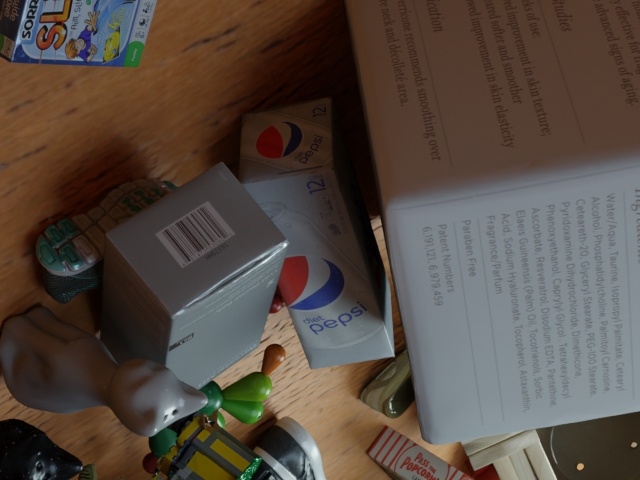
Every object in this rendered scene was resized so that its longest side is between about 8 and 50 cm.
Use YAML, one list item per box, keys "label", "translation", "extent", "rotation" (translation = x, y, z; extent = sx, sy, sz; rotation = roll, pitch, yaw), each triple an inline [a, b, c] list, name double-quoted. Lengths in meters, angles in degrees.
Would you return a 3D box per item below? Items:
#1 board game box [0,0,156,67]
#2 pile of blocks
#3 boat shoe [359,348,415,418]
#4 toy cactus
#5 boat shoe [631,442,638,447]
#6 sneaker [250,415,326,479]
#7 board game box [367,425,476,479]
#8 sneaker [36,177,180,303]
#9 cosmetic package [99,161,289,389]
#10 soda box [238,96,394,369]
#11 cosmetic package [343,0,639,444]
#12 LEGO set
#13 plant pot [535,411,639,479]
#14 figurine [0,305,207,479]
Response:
- label: "board game box"
  translation: [-0.177, -0.237, 1.355]
  extent: [0.136, 0.035, 0.201]
  rotation: [-5, 119, -48]
- label: "pile of blocks"
  translation: [0.171, 0.187, 1.963]
  extent: [0.113, 0.149, 0.362]
  rotation: [-24, 143, 3]
- label: "boat shoe"
  translation: [0.107, 0.138, 1.964]
  extent: [0.153, 0.048, 0.056]
  rotation: [-48, 139, -24]
- label: "toy cactus"
  translation: [-0.134, 0.137, 1.648]
  extent: [0.181, 0.112, 0.219]
  rotation: [15, 107, -33]
- label: "boat shoe"
  translation: [0.487, 0.376, 2.509]
  extent: [0.110, 0.122, 0.341]
  rotation: [-37, 140, -28]
- label: "sneaker"
  translation: [-0.046, 0.298, 1.875]
  extent: [0.121, 0.079, 0.217]
  rotation: [-38, 131, -21]
- label: "board game box"
  translation: [0.154, 0.306, 2.045]
  extent: [0.045, 0.147, 0.193]
  rotation: [-54, 145, -10]
- label: "sneaker"
  translation: [-0.181, 0.002, 1.518]
  extent: [0.166, 0.065, 0.076]
  rotation: [-25, 149, -33]
- label: "cosmetic package"
  translation: [-0.115, 0.046, 1.497]
  extent: [0.127, 0.107, 0.238]
  rotation: [-35, 161, -20]
- label: "soda box"
  translation: [0.000, 0.000, 1.658]
  extent: [0.091, 0.098, 0.286]
  rotation: [-9, 138, 9]
- label: "cosmetic package"
  translation: [0.248, -0.058, 1.597]
  extent: [0.394, 0.329, 0.327]
  rotation: [-10, 133, 3]
- label: "LEGO set"
  translation: [-0.212, 0.259, 1.531]
  extent: [0.255, 0.192, 0.331]
  rotation: [-48, 169, -32]
- label: "plant pot"
  translation: [0.362, 0.288, 2.214]
  extent: [0.191, 0.284, 0.284]
  rotation: [-60, 171, -74]
- label: "figurine"
  translation: [-0.227, 0.141, 1.413]
  extent: [0.215, 0.209, 0.092]
  rotation: [-25, 117, -38]
